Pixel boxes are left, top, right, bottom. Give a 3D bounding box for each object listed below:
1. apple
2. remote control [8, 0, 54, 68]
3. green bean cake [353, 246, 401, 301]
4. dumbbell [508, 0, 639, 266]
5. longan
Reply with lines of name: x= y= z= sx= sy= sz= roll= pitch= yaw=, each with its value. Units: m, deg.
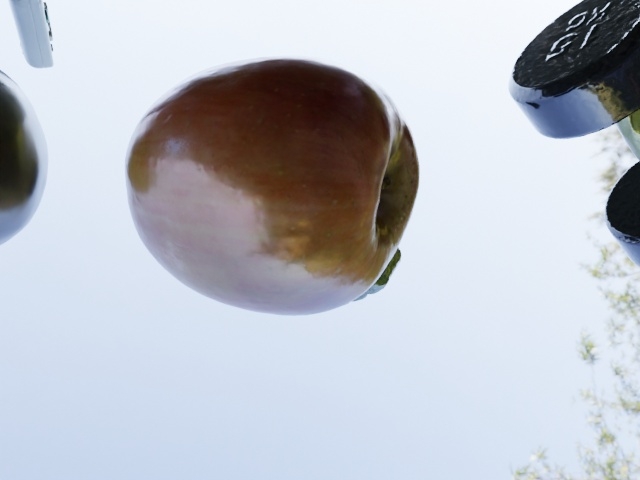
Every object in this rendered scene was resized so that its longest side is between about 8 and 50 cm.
apple: x=-0.043 y=-0.056 z=0.610 sx=0.242 sy=0.241 sz=0.242 roll=10 pitch=-90 yaw=-67
remote control: x=-0.333 y=-0.266 z=0.762 sx=0.042 sy=0.221 sz=0.078 roll=-9 pitch=-97 yaw=-18
green bean cake: x=0.000 y=0.000 z=1.027 sx=0.214 sy=0.200 sz=0.113 roll=54 pitch=-139 yaw=-16
dumbbell: x=0.399 y=-0.131 z=0.823 sx=0.322 sy=0.203 sz=0.204 roll=45 pitch=-133 yaw=-22
longan: x=-0.355 y=-0.078 z=0.627 sx=0.196 sy=0.220 sz=0.196 roll=6 pitch=-133 yaw=-6
